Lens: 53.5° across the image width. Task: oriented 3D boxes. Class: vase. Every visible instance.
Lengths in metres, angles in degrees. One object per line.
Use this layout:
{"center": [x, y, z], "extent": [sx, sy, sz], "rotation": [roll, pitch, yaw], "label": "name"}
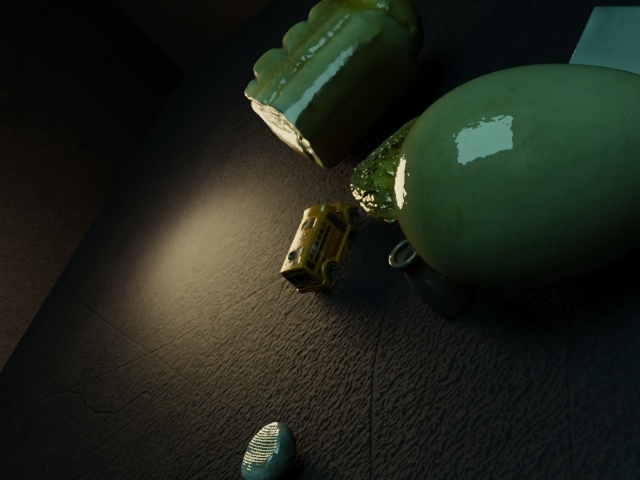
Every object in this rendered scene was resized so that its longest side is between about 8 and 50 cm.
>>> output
{"center": [0.126, 0.041, 0.730], "extent": [0.053, 0.101, 0.053], "rotation": [-35, 29, 23], "label": "vase"}

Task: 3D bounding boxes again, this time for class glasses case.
{"center": [0.403, -0.209, 0.727], "extent": [0.105, 0.056, 0.266], "rotation": [-69, 25, 12], "label": "glasses case"}

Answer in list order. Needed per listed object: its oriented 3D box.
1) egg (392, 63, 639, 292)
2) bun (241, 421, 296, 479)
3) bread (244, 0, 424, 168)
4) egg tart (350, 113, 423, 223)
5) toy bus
{"center": [0.214, -0.062, 0.619], "extent": [0.295, 0.218, 0.218], "rotation": [-10, 43, 27], "label": "egg"}
{"center": [-0.059, 0.262, 0.769], "extent": [0.083, 0.045, 0.083], "rotation": [-34, 28, 21], "label": "bun"}
{"center": [0.048, -0.304, 1.176], "extent": [0.341, 0.210, 0.300], "rotation": [-49, 39, -2], "label": "bread"}
{"center": [0.152, -0.093, 0.881], "extent": [0.252, 0.098, 0.232], "rotation": [3, 50, 52], "label": "egg tart"}
{"center": [0.000, 0.000, 0.992], "extent": [0.070, 0.074, 0.162], "rotation": [-18, 41, 46], "label": "toy bus"}
